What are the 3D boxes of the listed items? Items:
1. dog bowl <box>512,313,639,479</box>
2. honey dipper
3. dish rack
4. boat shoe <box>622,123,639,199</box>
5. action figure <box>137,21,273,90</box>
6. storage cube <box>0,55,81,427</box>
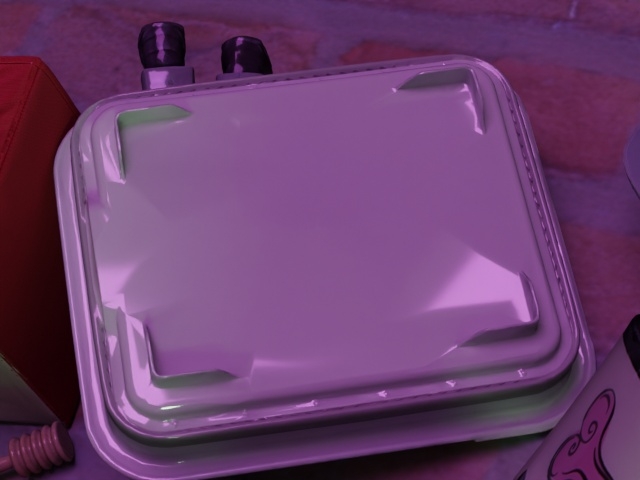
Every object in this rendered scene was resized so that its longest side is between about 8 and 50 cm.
[{"bbox_3d":[0.213,0.233,0.751,0.150,0.408,0.408,-40,47,10],"label":"dog bowl"},{"bbox_3d":[-0.249,0.166,1.206,0.161,0.030,0.030,-21,48,9],"label":"honey dipper"},{"bbox_3d":[0.000,0.000,1.127,0.333,0.072,0.285,-8,63,-7],"label":"dish rack"},{"bbox_3d":[0.268,0.045,1.060,0.113,0.105,0.306,-27,41,3],"label":"boat shoe"},{"bbox_3d":[-0.075,-0.015,1.223,0.185,0.099,0.285,3,59,-9],"label":"action figure"},{"bbox_3d":[-0.266,0.001,1.225,0.184,0.215,0.193,2,59,21],"label":"storage cube"}]
